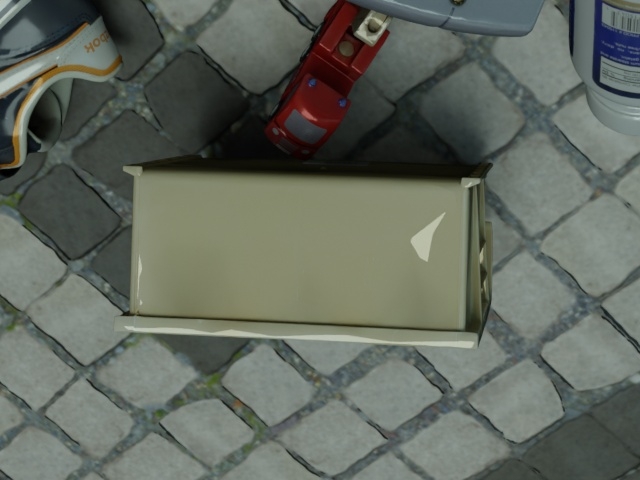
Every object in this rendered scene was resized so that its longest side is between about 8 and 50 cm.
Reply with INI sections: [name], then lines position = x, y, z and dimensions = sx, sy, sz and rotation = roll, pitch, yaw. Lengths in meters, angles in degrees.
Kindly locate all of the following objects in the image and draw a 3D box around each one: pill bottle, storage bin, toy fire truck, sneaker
[pill bottle]
position = 0.240, -0.165, 1.207
dimensions = 0.112, 0.112, 0.187
rotation = 2, 149, 8
[storage bin]
position = 0.000, 0.000, 1.277
dimensions = 0.262, 0.260, 0.123
rotation = 2, 95, 8
[toy fire truck]
position = 0.033, -0.162, 1.253
dimensions = 0.047, 0.192, 0.135
rotation = 33, 149, -10
[sneaker]
position = -0.301, -0.094, 1.357
dimensions = 0.321, 0.126, 0.127
rotation = -37, 104, 25

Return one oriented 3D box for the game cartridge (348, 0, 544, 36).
[game cartridge]
position = 0.043, -0.272, 1.177
dimensions = 0.297, 0.062, 0.198
rotation = 24, 92, -6
